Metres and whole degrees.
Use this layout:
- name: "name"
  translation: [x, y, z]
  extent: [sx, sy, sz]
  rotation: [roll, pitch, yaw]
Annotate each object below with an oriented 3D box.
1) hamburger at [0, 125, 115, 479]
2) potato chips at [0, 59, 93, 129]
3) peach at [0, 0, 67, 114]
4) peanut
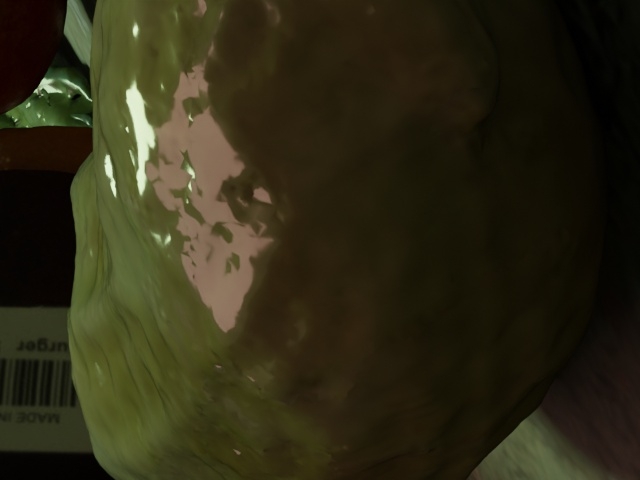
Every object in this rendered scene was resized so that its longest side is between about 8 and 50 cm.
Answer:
- name: "hamburger"
  translation: [-0.144, 0.119, 0.954]
  extent: [0.330, 0.330, 0.250]
  rotation: [56, 160, 22]
- name: "potato chips"
  translation: [-0.249, 0.031, 1.273]
  extent: [0.097, 0.373, 0.389]
  rotation: [14, -143, -56]
- name: "peach"
  translation: [-0.238, -0.162, 1.050]
  extent: [0.190, 0.190, 0.192]
  rotation: [54, 177, 28]
- name: "peanut"
  translation: [0.002, 0.006, 0.557]
  extent: [0.340, 0.158, 0.174]
  rotation: [124, 146, -70]
